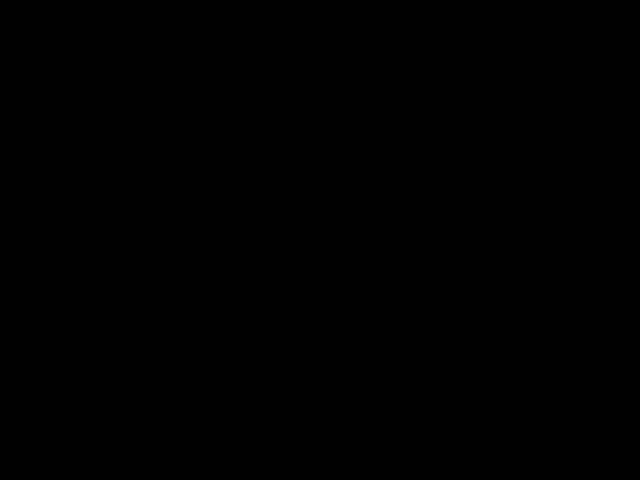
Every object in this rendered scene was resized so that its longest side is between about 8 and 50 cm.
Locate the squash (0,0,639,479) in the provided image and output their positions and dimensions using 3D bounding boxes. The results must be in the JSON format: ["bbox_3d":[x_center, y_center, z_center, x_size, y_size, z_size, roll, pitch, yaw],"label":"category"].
[{"bbox_3d":[-0.048,-0.015,0.211,0.263,0.263,0.384,-8,151,-4],"label":"squash"}]
